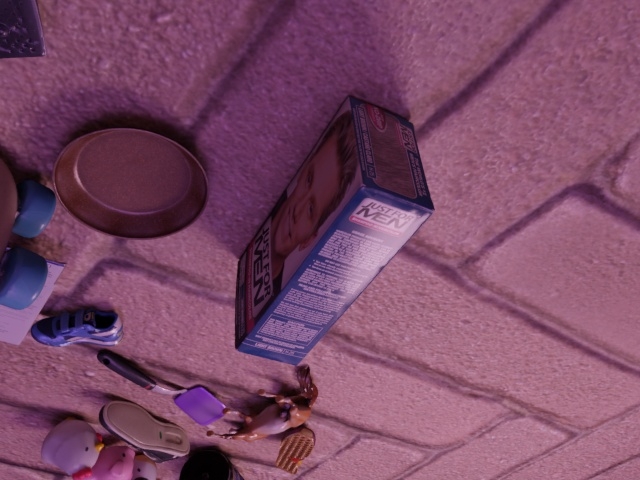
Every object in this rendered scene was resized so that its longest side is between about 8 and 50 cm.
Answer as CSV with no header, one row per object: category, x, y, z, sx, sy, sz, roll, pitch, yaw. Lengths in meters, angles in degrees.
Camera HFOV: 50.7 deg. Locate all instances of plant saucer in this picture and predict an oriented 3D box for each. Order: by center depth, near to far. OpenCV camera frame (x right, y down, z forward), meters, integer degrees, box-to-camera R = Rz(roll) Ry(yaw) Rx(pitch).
plant saucer,-0.246,-0.079,0.888,0.198,0.036,0.199,-4,138,-4

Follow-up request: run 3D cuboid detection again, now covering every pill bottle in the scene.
pill bottle,-0.231,0.575,1.540,0.122,0.123,0.219,-11,139,5

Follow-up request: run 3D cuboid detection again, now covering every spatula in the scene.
spatula,-0.298,0.277,1.275,0.084,0.030,0.296,-31,132,23

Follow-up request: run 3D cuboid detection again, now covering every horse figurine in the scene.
horse figurine,-0.100,0.345,1.343,0.263,0.066,0.174,-32,145,17

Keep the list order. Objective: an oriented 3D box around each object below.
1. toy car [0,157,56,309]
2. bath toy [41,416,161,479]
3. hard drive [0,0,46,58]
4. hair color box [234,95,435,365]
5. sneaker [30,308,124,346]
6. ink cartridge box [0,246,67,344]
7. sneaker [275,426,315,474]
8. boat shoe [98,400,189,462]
toy car,-0.491,0.005,0.821,0.238,0.210,0.219,-30,140,26
bath toy,-0.444,0.490,1.420,0.151,0.129,0.348,-39,140,-16
hard drive,-0.367,-0.289,0.628,0.172,0.054,0.255,-4,138,-3
hair color box,0.000,0.000,0.904,0.105,0.174,0.347,18,132,-23
sneaker,-0.392,0.137,1.095,0.144,0.053,0.059,1,139,-21
ink cartridge box,-0.515,0.054,0.991,0.223,0.045,0.224,22,129,-29
sneaker,-0.048,0.422,1.430,0.069,0.084,0.185,25,138,-1
boat shoe,-0.363,0.392,1.353,0.079,0.084,0.233,-25,138,18
